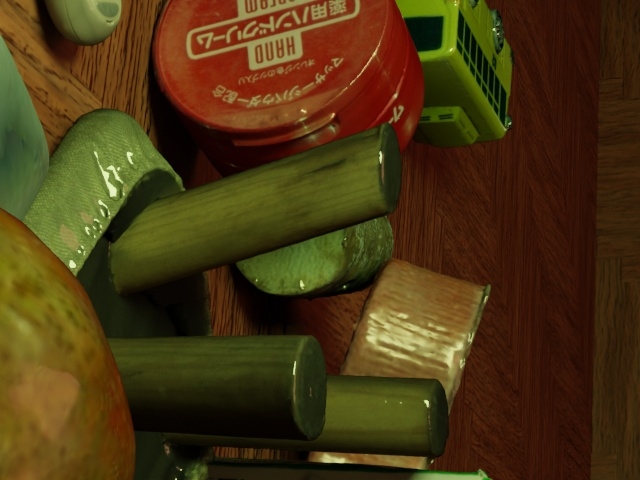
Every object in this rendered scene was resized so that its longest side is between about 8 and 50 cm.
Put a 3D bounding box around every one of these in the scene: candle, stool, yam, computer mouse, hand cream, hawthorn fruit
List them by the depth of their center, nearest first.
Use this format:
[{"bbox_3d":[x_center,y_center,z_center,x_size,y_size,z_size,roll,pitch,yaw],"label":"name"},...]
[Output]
[{"bbox_3d":[-0.201,0.056,0.688,0.248,0.208,0.208,62,28,-23],"label":"hawthorn fruit"},{"bbox_3d":[-0.064,0.096,1.017,0.310,0.226,0.310,-70,152,-52],"label":"stool"},{"bbox_3d":[-0.161,-0.174,1.041,0.066,0.039,0.096,-17,97,-71],"label":"computer mouse"},{"bbox_3d":[-0.022,-0.131,1.218,0.125,0.193,0.193,54,38,-57],"label":"hand cream"},{"bbox_3d":[0.000,0.000,1.398,0.194,0.107,0.107,6,82,-73],"label":"yam"},{"bbox_3d":[0.043,0.174,1.428,0.287,0.131,0.317,67,44,-81],"label":"candle"}]

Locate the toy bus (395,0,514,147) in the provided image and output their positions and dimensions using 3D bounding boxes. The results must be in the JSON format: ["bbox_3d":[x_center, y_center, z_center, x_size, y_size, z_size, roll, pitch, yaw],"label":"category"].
[{"bbox_3d":[0.129,-0.204,1.774,0.262,0.128,0.150,44,48,-63],"label":"toy bus"}]

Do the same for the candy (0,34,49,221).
[{"bbox_3d":[-0.204,-0.032,0.843,0.174,0.071,0.138,-71,153,-44],"label":"candy"}]

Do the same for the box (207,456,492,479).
[{"bbox_3d":[0.011,0.260,1.188,0.103,0.250,0.180,74,19,-56],"label":"box"}]
